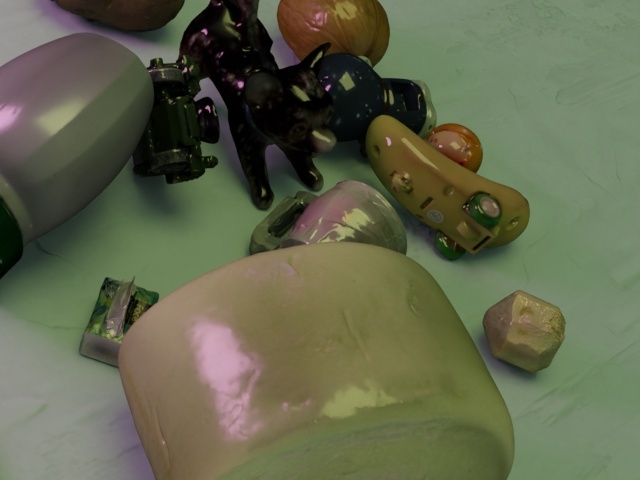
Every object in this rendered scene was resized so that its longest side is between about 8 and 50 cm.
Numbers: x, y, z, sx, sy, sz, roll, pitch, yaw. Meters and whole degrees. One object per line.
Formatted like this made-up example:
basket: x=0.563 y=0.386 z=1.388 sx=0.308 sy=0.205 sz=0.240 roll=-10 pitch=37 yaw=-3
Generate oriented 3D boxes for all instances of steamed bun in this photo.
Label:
steamed bun: x=0.000 y=0.183 z=1.537 sx=0.455 sy=0.290 sz=0.371 roll=-9 pitch=49 yaw=-21

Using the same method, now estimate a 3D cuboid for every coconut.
coconut: x=0.314 y=0.139 z=1.923 sx=0.122 sy=0.116 sz=0.116 roll=20 pitch=43 yaw=-6

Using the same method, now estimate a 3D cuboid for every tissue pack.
tissue pack: x=-0.277 y=0.109 z=1.700 sx=0.085 sy=0.079 sz=0.111 roll=19 pitch=44 yaw=-6

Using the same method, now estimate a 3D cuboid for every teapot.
teapot: x=0.005 y=-0.008 z=1.887 sx=0.221 sy=0.163 sz=0.178 roll=42 pitch=53 yaw=17

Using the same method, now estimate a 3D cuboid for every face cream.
face cream: x=-0.413 y=-0.129 z=1.719 sx=0.357 sy=0.312 sz=0.219 roll=-49 pitch=116 yaw=-32

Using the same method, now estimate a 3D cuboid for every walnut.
walnut: x=0.023 y=-0.399 z=2.265 sx=0.195 sy=0.195 sz=0.222 roll=-17 pitch=50 yaw=-36

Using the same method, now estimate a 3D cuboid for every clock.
clock: x=0.074 y=-0.242 z=2.139 sx=0.243 sy=0.146 sz=0.200 roll=10 pitch=61 yaw=-34

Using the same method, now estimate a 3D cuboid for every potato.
potato: x=-0.368 y=-0.459 z=2.162 sx=0.262 sy=0.165 sz=0.165 roll=8 pitch=45 yaw=-11

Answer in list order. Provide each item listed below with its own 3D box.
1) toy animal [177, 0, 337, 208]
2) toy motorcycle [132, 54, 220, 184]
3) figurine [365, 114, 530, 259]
toy animal: x=-0.095 y=-0.263 z=1.988 sx=0.194 sy=0.303 sz=0.344 roll=-27 pitch=63 yaw=-37
toy motorcycle: x=-0.249 y=-0.181 z=1.921 sx=0.127 sy=0.275 sz=0.205 roll=-9 pitch=86 yaw=-29
figurine: x=0.220 y=-0.111 z=2.080 sx=0.324 sy=0.124 sz=0.222 roll=36 pitch=45 yaw=-7
